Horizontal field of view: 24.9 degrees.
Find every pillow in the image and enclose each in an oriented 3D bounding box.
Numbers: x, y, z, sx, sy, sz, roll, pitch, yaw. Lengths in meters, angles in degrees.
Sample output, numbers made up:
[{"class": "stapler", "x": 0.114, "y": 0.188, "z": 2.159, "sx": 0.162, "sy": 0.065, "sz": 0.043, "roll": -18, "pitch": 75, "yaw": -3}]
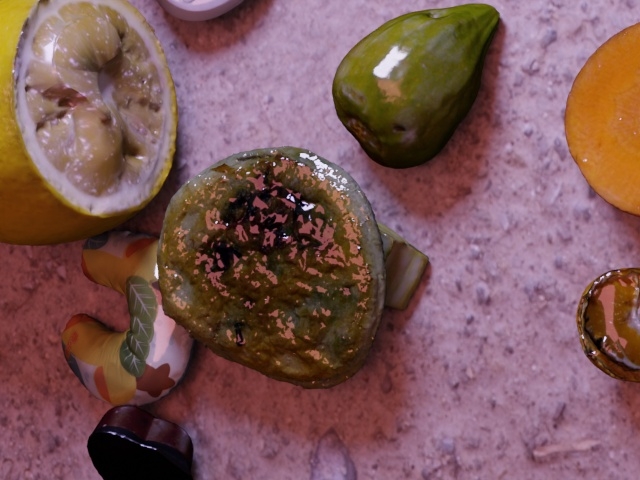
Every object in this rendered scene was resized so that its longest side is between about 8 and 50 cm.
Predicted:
[{"class": "pillow", "x": -0.253, "y": 0.107, "z": 1.945, "sx": 0.214, "sy": 0.086, "sz": 0.233, "roll": 18, "pitch": 96, "yaw": 31}]

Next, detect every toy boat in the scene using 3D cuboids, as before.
[{"class": "toy boat", "x": -0.003, "y": -0.001, "z": 1.853, "sx": 0.276, "sy": 0.084, "sz": 0.111, "roll": 27, "pitch": 98, "yaw": 18}]

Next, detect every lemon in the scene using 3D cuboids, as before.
[{"class": "lemon", "x": -0.388, "y": -0.157, "z": 1.879, "sx": 0.364, "sy": 0.364, "sz": 0.364, "roll": -1, "pitch": 87, "yaw": 20}]

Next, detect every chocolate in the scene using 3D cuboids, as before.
[{"class": "chocolate", "x": -0.229, "y": 0.280, "z": 1.918, "sx": 0.149, "sy": 0.080, "sz": 0.125, "roll": 19, "pitch": 133, "yaw": 2}]

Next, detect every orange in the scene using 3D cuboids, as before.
[{"class": "orange", "x": 0.381, "y": 0.095, "z": 1.693, "sx": 0.160, "sy": 0.112, "sz": 0.170, "roll": -41, "pitch": 98, "yaw": 2}]

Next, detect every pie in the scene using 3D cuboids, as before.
[{"class": "pie", "x": -0.058, "y": 0.030, "z": 1.796, "sx": 0.323, "sy": 0.070, "sz": 0.323, "roll": 5, "pitch": 102, "yaw": 22}]

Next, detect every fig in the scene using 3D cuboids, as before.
[{"class": "fig", "x": 0.118, "y": -0.202, "z": 1.780, "sx": 0.167, "sy": 0.167, "sz": 0.233, "roll": 47, "pitch": 109, "yaw": 16}]

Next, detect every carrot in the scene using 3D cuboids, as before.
[{"class": "carrot", "x": 0.421, "y": -0.138, "z": 1.667, "sx": 0.307, "sy": 0.100, "sz": 0.258, "roll": 27, "pitch": 89, "yaw": 44}]

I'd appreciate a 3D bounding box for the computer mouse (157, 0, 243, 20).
[{"class": "computer mouse", "x": -0.191, "y": -0.430, "z": 1.927, "sx": 0.184, "sy": 0.121, "sz": 0.297, "roll": -39, "pitch": 90, "yaw": 2}]
